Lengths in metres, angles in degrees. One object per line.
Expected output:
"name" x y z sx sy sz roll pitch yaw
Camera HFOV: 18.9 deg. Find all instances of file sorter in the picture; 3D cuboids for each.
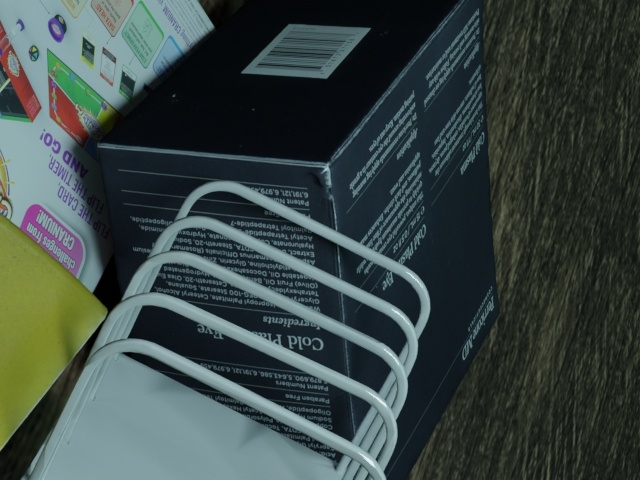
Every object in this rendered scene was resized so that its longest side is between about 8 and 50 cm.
"file sorter" -0.053 0.107 1.150 0.173 0.193 0.278 -63 -178 22

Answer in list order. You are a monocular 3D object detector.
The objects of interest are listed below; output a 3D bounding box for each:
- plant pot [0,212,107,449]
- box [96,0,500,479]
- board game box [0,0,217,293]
"plant pot" -0.292 0.051 1.090 0.187 0.212 0.212 55 45 -21
"box" 0.000 0.000 1.462 0.343 0.179 0.312 -52 142 -54
"board game box" -0.202 -0.107 1.335 0.242 0.064 0.316 58 45 -40
